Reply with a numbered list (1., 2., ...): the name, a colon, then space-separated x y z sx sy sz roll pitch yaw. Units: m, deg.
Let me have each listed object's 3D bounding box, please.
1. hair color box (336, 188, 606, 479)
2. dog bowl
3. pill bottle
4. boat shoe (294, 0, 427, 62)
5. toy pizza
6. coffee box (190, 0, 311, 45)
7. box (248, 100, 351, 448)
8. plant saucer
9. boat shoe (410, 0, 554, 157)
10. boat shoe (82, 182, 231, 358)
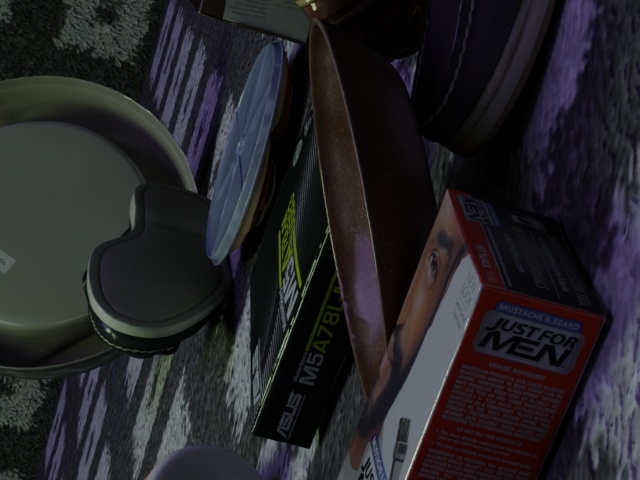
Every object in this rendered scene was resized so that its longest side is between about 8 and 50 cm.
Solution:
1. hair color box: 0.051 0.076 0.661 0.093 0.053 0.167 -100 28 -66
2. dog bowl: -0.305 -0.006 1.821 0.102 0.349 0.348 97 -178 -65
3. pill bottle: -0.091 0.194 1.119 0.152 0.086 0.086 127 155 -65
4. boat shoe: 0.037 -0.125 0.869 0.064 0.060 0.178 -27 3 18
5. toy pizza: -0.056 -0.073 1.426 0.201 0.032 0.201 -164 90 -79
6. coffee box: -0.031 -0.305 1.424 0.141 0.098 0.246 -120 46 -75
7. box: 0.000 0.000 1.028 0.190 0.045 0.184 -95 25 -61
8. plant saucer: 0.028 -0.008 0.782 0.198 0.036 0.198 171 90 -86
9. boat shoe: 0.071 -0.184 0.787 0.103 0.092 0.285 176 107 -75
10. boat shoe: -0.157 0.050 1.526 0.340 0.127 0.113 -101 26 -69
